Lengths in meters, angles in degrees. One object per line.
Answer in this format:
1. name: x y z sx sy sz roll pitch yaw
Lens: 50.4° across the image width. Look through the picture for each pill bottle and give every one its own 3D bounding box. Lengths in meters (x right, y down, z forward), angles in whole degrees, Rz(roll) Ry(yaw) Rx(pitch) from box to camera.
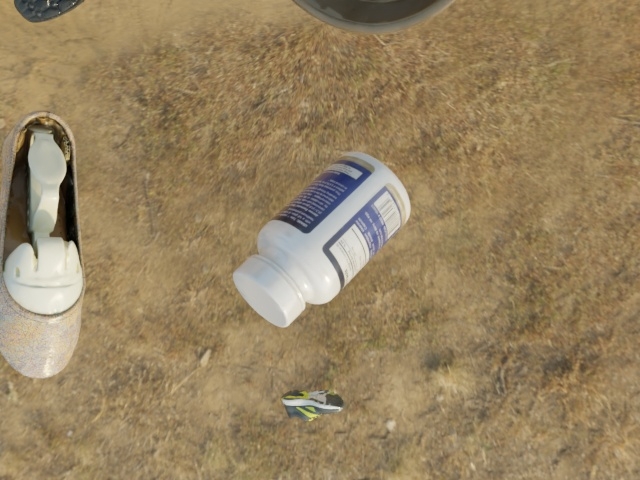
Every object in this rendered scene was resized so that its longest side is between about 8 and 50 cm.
1. pill bottle: 0.000 0.000 0.645 0.169 0.094 0.094 -44 106 -24

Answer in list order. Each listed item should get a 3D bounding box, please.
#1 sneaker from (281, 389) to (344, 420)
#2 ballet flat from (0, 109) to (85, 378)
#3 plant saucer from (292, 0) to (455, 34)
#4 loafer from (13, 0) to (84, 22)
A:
1. sneaker: -0.008 0.209 0.854 0.083 0.031 0.035 1 112 25
2. ballet flat: -0.319 -0.008 0.767 0.107 0.106 0.316 1 68 -35
3. plant saucer: 0.039 -0.320 0.582 0.278 0.041 0.278 21 130 28
4. loafer: -0.332 -0.385 0.947 0.223 0.078 0.076 -34 114 15
